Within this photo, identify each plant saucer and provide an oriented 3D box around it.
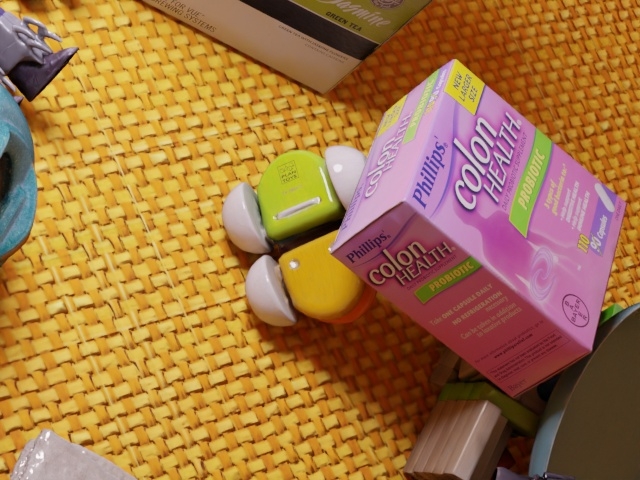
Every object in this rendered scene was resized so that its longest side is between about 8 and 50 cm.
[{"bbox_3d":[0.303,0.206,2.015,0.317,0.043,0.318,-27,127,-44],"label":"plant saucer"}]

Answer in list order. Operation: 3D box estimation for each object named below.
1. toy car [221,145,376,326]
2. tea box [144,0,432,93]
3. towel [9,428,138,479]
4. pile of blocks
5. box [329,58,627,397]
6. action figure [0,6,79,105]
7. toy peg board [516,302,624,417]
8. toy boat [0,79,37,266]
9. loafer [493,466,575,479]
[{"bbox_3d":[0.000,0.000,1.959,0.136,0.159,0.182,30,38,-68],"label":"toy car"},{"bbox_3d":[-0.030,-0.374,2.010,0.329,0.323,0.220,26,52,-25],"label":"tea box"},{"bbox_3d":[-0.218,0.314,1.659,0.187,0.049,0.282,34,50,-16],"label":"towel"},{"bbox_3d":[0.199,0.125,2.020,0.112,0.149,0.362,32,49,-20],"label":"pile of blocks"},{"bbox_3d":[0.159,-0.012,1.882,0.243,0.117,0.214,38,44,-16],"label":"box"},{"bbox_3d":[-0.371,-0.237,1.824,0.285,0.099,0.185,46,49,-5],"label":"action figure"},{"bbox_3d":[0.311,0.144,2.145,0.161,0.079,0.161,33,49,-18],"label":"toy peg board"},{"bbox_3d":[-0.327,0.017,1.639,0.148,0.267,0.318,23,73,11],"label":"toy boat"},{"bbox_3d":[0.153,0.258,1.835,0.302,0.109,0.095,-10,94,1],"label":"loafer"}]
